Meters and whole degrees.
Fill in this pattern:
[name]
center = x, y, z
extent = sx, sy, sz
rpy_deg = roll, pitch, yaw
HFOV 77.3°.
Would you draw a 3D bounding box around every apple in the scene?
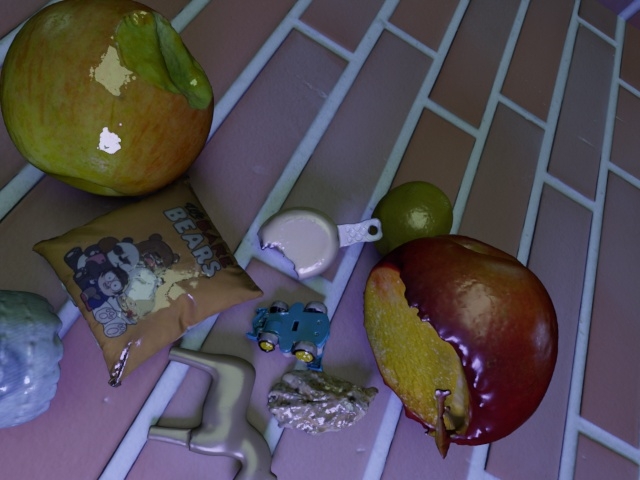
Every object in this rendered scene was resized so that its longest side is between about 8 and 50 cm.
[apple]
center = -0.372, -0.237, 0.725
extent = 0.339, 0.339, 0.339
rpy_deg = 6, 68, -16

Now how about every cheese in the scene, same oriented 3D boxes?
[cheese]
center = -0.003, -0.020, 0.867
extent = 0.249, 0.071, 0.163
rpy_deg = -30, 91, 3

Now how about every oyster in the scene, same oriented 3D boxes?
[oyster]
center = 0.003, 0.320, 0.786
extent = 0.209, 0.072, 0.133
rpy_deg = 23, 62, -6

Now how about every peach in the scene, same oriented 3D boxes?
[peach]
center = 0.267, 0.167, 0.758
extent = 0.310, 0.335, 0.406
rpy_deg = -19, 107, -19

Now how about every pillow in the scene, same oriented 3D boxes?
[pillow]
center = -0.314, 0.053, 0.754
extent = 0.312, 0.119, 0.310
rpy_deg = -31, 76, -26

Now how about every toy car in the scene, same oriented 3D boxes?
[toy car]
center = -0.059, 0.197, 0.814
extent = 0.161, 0.098, 0.126
rpy_deg = 1, 38, 11

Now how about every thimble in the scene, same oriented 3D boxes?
[thimble]
center = -0.491, 0.171, 0.580
extent = 0.172, 0.250, 0.205
rpy_deg = 8, 65, -48

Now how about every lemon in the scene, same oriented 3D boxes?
[lemon]
center = 0.213, -0.047, 0.933
extent = 0.184, 0.184, 0.248
rpy_deg = 38, 56, -1

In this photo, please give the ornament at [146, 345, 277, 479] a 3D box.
[ornament]
center = -0.180, 0.327, 0.726
extent = 0.245, 0.061, 0.230
rpy_deg = 15, 67, -8
